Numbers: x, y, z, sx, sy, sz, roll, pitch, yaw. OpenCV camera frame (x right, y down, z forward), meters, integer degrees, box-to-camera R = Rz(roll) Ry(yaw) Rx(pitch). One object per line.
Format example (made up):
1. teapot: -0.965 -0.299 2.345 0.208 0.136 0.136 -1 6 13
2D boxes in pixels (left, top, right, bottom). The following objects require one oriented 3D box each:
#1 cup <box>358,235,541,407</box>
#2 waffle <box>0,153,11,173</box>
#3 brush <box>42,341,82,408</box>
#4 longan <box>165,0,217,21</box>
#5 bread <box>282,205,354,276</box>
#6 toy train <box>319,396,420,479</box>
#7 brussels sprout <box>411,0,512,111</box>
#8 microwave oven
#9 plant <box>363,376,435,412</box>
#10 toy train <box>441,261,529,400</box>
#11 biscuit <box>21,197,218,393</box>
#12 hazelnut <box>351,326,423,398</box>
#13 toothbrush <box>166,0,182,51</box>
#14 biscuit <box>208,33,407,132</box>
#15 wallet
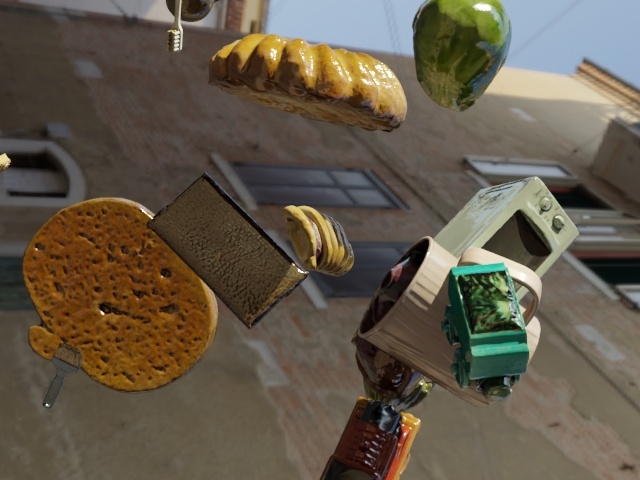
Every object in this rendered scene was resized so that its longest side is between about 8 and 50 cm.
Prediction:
1. cup: 0.249 0.125 1.604 0.288 0.273 0.208 -54 -174 14
2. waffle: -0.551 -0.104 1.458 0.092 0.021 0.135 -41 -168 8
3. brush: -0.462 0.244 1.575 0.164 0.051 0.014 -58 -173 32
4. longan: -0.262 -0.497 1.831 0.113 0.113 0.092 7 -78 61
5. bread: 0.000 0.000 1.813 0.081 0.225 0.134 -25 -105 14
6. toy train: 0.086 0.513 1.950 0.231 0.163 0.369 83 31 -58
7. brussels sprout: 0.290 -0.402 1.873 0.219 0.210 0.271 -83 -178 -48
8. microwave oven: 0.358 0.035 1.873 0.181 0.295 0.237 50 -21 -11
9. plant: 0.186 0.467 2.385 0.180 0.251 0.333 17 -90 47
10. toy train: 0.241 0.127 1.306 0.154 0.107 0.198 87 -3 -51
11. biscuit: -0.400 0.116 1.720 0.394 0.350 0.070 60 -9 -2
12. hazelnut: 0.152 0.247 1.907 0.170 0.161 0.201 56 -46 51
13. toothbrush: -0.241 -0.486 1.513 0.030 0.025 0.342 -52 154 -61
14. biscuit: -0.014 -0.249 1.403 0.326 0.326 0.107 12 -91 61
15. wallet: -0.149 0.016 1.430 0.243 0.133 0.039 44 -12 9
